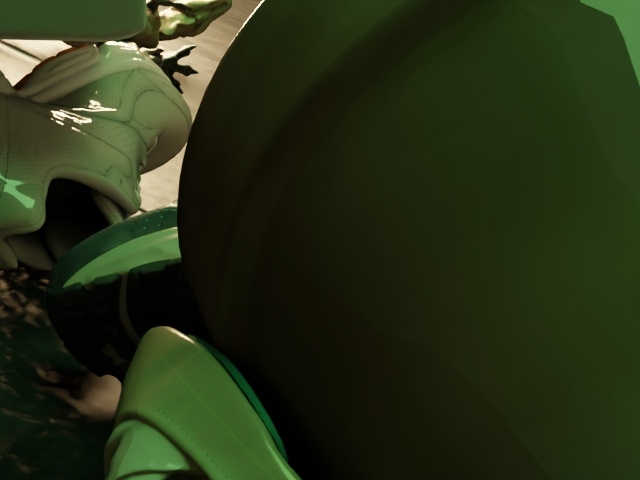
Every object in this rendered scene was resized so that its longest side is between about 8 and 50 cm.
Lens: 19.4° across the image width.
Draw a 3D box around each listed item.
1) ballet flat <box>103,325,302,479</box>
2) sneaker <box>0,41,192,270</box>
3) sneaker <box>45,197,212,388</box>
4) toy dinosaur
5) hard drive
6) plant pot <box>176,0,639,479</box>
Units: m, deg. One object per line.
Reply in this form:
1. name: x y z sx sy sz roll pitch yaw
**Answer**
1. ballet flat: -0.032 0.110 0.658 0.086 0.086 0.248 5 23 -37
2. sneaker: -0.130 -0.031 0.978 0.121 0.099 0.262 45 23 14
3. sneaker: 0.010 -0.014 0.860 0.283 0.110 0.122 -15 49 -11
4. toy dinosaur: -0.159 -0.153 1.337 0.268 0.064 0.118 1 18 -39
5. hard drive: -0.227 -0.131 0.993 0.233 0.047 0.353 0 7 -12
6. plant pot: 0.134 0.056 0.684 0.323 0.323 0.280 9 37 -28
